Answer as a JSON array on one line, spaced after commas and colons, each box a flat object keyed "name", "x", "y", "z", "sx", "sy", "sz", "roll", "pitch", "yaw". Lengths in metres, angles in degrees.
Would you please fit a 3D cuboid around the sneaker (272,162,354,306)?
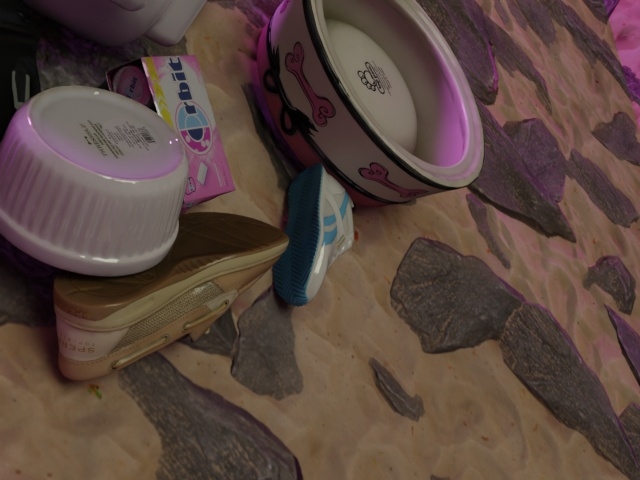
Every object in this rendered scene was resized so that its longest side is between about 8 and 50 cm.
[{"name": "sneaker", "x": 0.000, "y": 0.000, "z": 1.396, "sx": 0.092, "sy": 0.087, "sz": 0.228, "roll": 41, "pitch": 43, "yaw": -30}]

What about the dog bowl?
[{"name": "dog bowl", "x": 0.071, "y": -0.230, "z": 1.564, "sx": 0.408, "sy": 0.150, "sz": 0.407, "roll": 33, "pitch": 42, "yaw": -36}]

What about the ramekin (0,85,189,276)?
[{"name": "ramekin", "x": -0.235, "y": -0.070, "z": 1.058, "sx": 0.207, "sy": 0.109, "sz": 0.207, "roll": 19, "pitch": 32, "yaw": -13}]

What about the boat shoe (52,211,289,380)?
[{"name": "boat shoe", "x": -0.164, "y": 0.054, "z": 1.148, "sx": 0.341, "sy": 0.122, "sz": 0.110, "roll": -22, "pitch": 129, "yaw": -50}]

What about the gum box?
[{"name": "gum box", "x": -0.179, "y": -0.126, "z": 1.245, "sx": 0.107, "sy": 0.062, "sz": 0.188, "roll": -21, "pitch": 94, "yaw": -59}]

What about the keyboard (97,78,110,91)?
[{"name": "keyboard", "x": -0.241, "y": -0.136, "z": 1.240, "sx": 0.108, "sy": 0.023, "sz": 0.180, "roll": 50, "pitch": 38, "yaw": -17}]

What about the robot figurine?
[{"name": "robot figurine", "x": -0.289, "y": -0.355, "z": 1.171, "sx": 0.353, "sy": 0.199, "sz": 0.300, "roll": 24, "pitch": 16, "yaw": -42}]

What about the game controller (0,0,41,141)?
[{"name": "game controller", "x": -0.403, "y": -0.186, "z": 1.012, "sx": 0.319, "sy": 0.067, "sz": 0.166, "roll": -3, "pitch": 94, "yaw": -58}]
